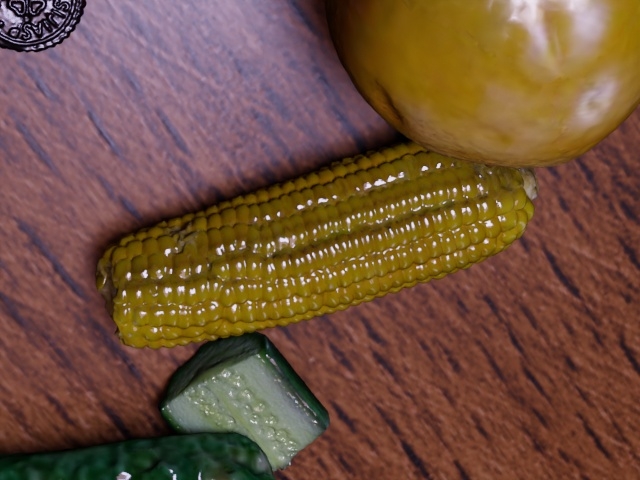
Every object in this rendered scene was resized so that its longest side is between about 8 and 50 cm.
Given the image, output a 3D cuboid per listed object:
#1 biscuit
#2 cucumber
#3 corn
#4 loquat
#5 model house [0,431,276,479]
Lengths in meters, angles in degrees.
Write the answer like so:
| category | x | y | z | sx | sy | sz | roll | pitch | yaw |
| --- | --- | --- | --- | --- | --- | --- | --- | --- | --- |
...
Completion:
| category | x | y | z | sx | sy | sz | roll | pitch | yaw |
| --- | --- | --- | --- | --- | --- | --- | --- | --- | --- |
| biscuit | -0.223 | -0.184 | 1.166 | 0.089 | 0.027 | 0.087 | -30 | 111 | -1 |
| cucumber | -0.058 | 0.138 | 1.278 | 0.116 | 0.062 | 0.115 | -32 | 112 | 20 |
| corn | 0.000 | 0.000 | 1.225 | 0.363 | 0.120 | 0.120 | -16 | 109 | -3 |
| loquat | 0.142 | -0.194 | 1.111 | 0.276 | 0.276 | 0.284 | 15 | 112 | -16 |
| model house | -0.208 | 0.373 | 1.152 | 0.382 | 0.342 | 0.334 | 0 | 118 | -10 |
